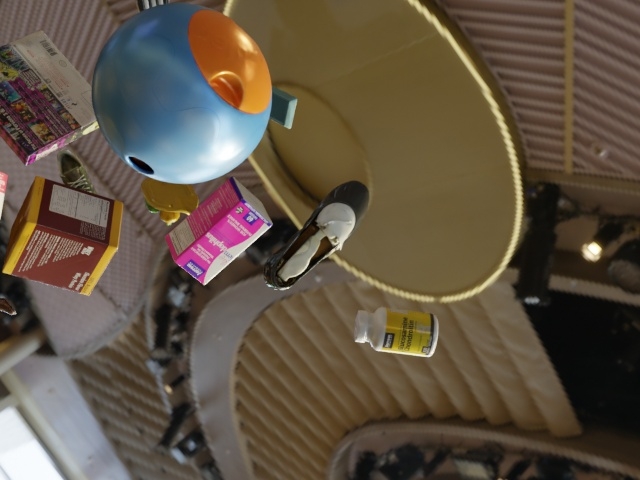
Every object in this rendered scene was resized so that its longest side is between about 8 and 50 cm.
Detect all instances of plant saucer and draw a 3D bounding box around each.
[{"bbox_3d":[-0.127,-0.290,1.992,0.192,0.018,0.067,30,-59,30],"label":"plant saucer"}]

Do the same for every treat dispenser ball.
[{"bbox_3d":[-0.222,-0.235,1.596,0.288,0.288,0.288,33,-36,28],"label":"treat dispenser ball"}]

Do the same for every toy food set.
[{"bbox_3d":[-0.377,-0.100,2.431,0.218,0.128,0.071,-123,-144,-52],"label":"toy food set"}]

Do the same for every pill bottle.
[{"bbox_3d":[0.174,0.210,2.301,0.184,0.103,0.103,7,-38,-4],"label":"pill bottle"}]

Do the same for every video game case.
[{"bbox_3d":[-0.553,-0.279,1.910,0.232,0.210,0.042,48,-38,6],"label":"video game case"}]

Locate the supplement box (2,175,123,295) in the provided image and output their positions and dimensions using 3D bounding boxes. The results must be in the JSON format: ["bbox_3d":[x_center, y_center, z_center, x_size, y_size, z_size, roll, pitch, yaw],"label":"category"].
[{"bbox_3d":[-0.550,-0.006,2.118,0.194,0.129,0.191,18,-44,-23],"label":"supplement box"}]

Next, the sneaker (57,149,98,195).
[{"bbox_3d":[-0.545,-0.124,2.216,0.192,0.064,0.086,60,-7,30],"label":"sneaker"}]

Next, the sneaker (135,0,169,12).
[{"bbox_3d":[-0.355,-0.558,1.949,0.132,0.086,0.228,-130,-144,-57],"label":"sneaker"}]

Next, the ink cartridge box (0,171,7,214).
[{"bbox_3d":[-0.942,-0.077,2.617,0.172,0.237,0.100,9,-4,-3],"label":"ink cartridge box"}]

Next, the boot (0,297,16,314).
[{"bbox_3d":[-0.751,0.168,2.207,0.106,0.114,0.037,25,-40,30],"label":"boot"}]

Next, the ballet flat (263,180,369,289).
[{"bbox_3d":[0.000,0.000,1.969,0.095,0.280,0.096,41,5,-13],"label":"ballet flat"}]

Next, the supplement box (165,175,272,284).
[{"bbox_3d":[-0.238,-0.022,2.300,0.111,0.220,0.114,42,11,-37],"label":"supplement box"}]
